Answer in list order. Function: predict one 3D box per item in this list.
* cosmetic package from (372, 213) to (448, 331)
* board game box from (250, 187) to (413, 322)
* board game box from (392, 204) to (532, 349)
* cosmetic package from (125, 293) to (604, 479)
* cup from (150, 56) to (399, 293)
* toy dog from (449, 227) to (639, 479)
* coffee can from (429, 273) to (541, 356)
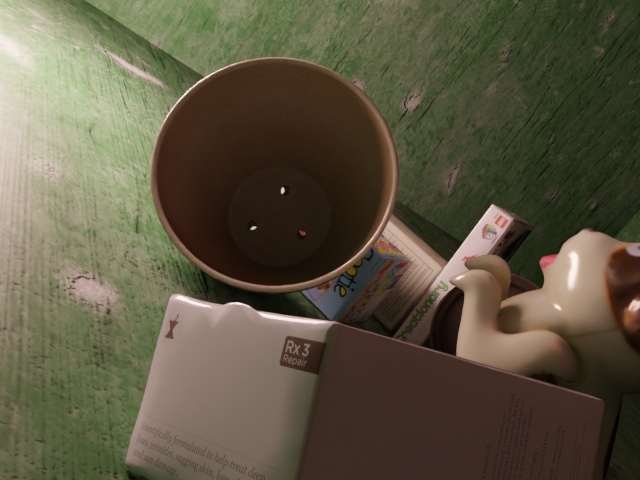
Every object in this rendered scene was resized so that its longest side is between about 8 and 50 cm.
[{"bbox_3d":[0.097,0.019,1.461,0.309,0.160,0.113,45,15,26],"label":"cosmetic package"},{"bbox_3d":[0.000,0.000,1.304,0.275,0.144,0.142,44,14,22],"label":"board game box"},{"bbox_3d":[0.263,0.078,1.370,0.053,0.305,0.193,40,13,21],"label":"board game box"},{"bbox_3d":[0.057,0.168,0.661,0.384,0.156,0.217,19,-11,-39],"label":"cosmetic package"},{"bbox_3d":[-0.062,-0.065,1.103,0.331,0.331,0.237,40,-12,9],"label":"cup"},{"bbox_3d":[0.300,0.173,0.930,0.395,0.408,0.284,43,15,23],"label":"toy dog"},{"bbox_3d":[0.303,0.176,1.260,0.201,0.201,0.275,43,2,21],"label":"coffee can"}]
